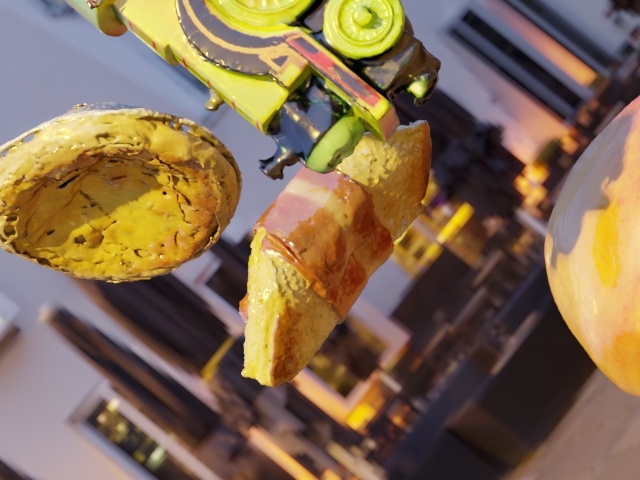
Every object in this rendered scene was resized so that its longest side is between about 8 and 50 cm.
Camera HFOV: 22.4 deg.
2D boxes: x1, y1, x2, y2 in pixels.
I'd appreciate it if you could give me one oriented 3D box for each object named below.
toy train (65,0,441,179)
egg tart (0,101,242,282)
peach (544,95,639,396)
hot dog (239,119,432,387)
[{"bbox_3d":[-0.060,-0.165,1.140,0.160,0.296,0.100,-51,-9,-1],"label":"toy train"},{"bbox_3d":[-0.184,-0.052,1.425,0.234,0.234,0.094,125,148,-48],"label":"egg tart"},{"bbox_3d":[0.339,-0.016,1.385,0.289,0.289,0.308,-47,-41,-47],"label":"peach"},{"bbox_3d":[-0.004,0.001,1.343,0.261,0.093,0.123,-52,-34,-24],"label":"hot dog"}]
